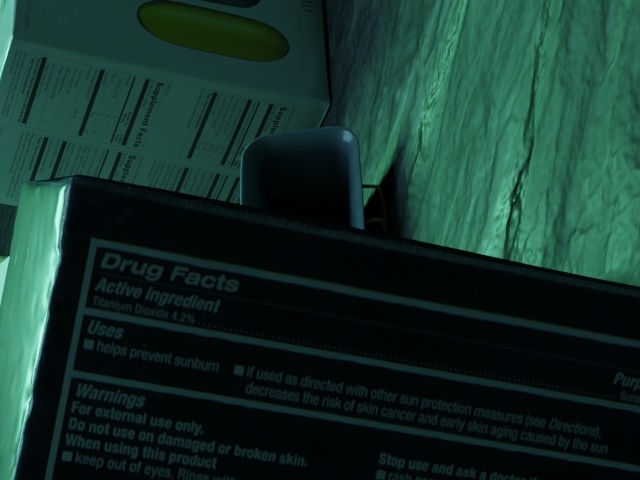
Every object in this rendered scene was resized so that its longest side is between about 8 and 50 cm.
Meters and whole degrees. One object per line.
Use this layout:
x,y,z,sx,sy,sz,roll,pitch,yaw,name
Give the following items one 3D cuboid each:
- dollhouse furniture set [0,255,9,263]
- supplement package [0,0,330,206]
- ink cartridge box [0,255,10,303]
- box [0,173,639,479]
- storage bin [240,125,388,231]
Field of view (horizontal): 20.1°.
-0.471,0.213,2.536,0.303,0.198,0.286,-102,27,-53,dollhouse furniture set
-0.150,-0.146,1.537,0.198,0.262,0.199,118,156,-45,supplement package
-0.315,0.135,2.047,0.232,0.171,0.168,150,128,-61,ink cartridge box
-0.009,0.139,0.814,0.183,0.296,0.294,-169,90,-75,box
0.000,0.000,1.266,0.091,0.098,0.135,76,-172,-51,storage bin
